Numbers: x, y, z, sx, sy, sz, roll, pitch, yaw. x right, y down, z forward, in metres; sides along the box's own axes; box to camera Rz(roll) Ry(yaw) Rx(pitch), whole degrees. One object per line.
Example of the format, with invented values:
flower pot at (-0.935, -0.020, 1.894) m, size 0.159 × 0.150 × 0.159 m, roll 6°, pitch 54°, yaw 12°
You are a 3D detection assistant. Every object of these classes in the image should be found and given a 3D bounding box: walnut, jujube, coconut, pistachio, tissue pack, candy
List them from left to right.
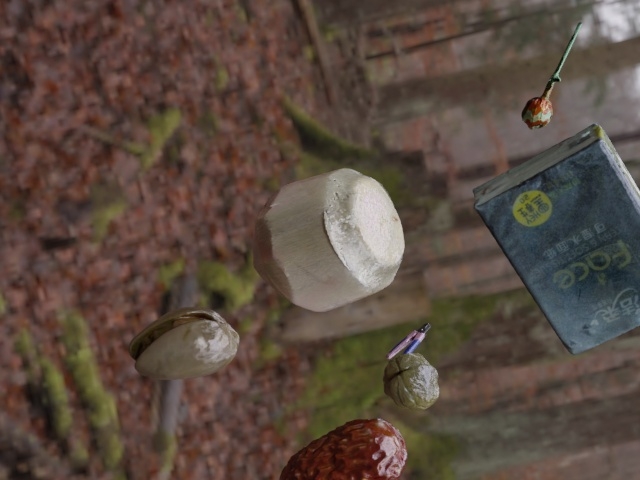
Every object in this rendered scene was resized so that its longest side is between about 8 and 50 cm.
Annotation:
pistachio at (-0.222, 0.173, 2.093) m, size 0.124 × 0.184 × 0.125 m, roll 167°, pitch -90°, yaw -77°
coconut at (0.000, 0.000, 1.954) m, size 0.224 × 0.234 × 0.224 m, roll 23°, pitch 60°, yaw -48°
jujube at (0.031, 0.298, 1.636) m, size 0.112 × 0.176 × 0.109 m, roll 54°, pitch 10°, yaw 3°
walnut at (0.134, 0.208, 1.873) m, size 0.092 × 0.092 × 0.092 m, roll -13°, pitch 90°, yaw -88°
candy at (0.373, -0.260, 2.016) m, size 0.055 × 0.049 × 0.185 m, roll -86°, pitch -160°, yaw -73°
tissue pack at (0.338, 0.000, 1.637) m, size 0.257 × 0.185 × 0.081 m, roll 54°, pitch 20°, yaw -19°

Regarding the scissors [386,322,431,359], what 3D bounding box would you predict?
scissors at (0.172, 0.194, 2.419) m, size 0.039 × 0.113 × 0.012 m, roll 17°, pitch -42°, yaw 44°
